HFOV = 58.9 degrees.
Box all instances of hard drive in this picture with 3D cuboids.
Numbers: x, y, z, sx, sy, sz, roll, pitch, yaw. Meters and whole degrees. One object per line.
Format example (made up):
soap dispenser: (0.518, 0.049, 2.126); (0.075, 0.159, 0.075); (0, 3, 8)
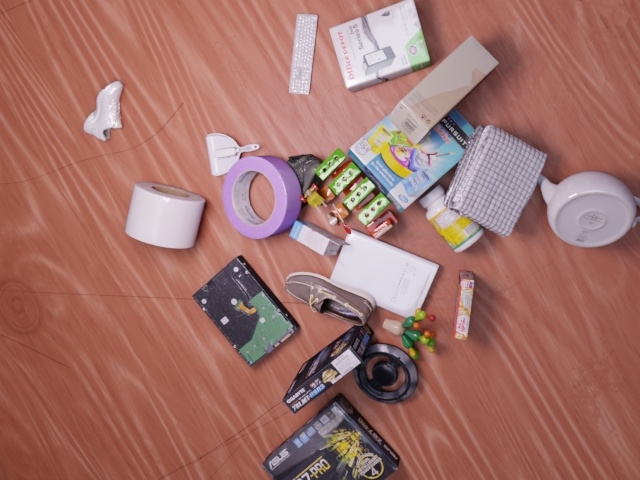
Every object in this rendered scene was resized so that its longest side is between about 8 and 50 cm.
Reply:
hard drive: (-0.267, 0.253, 2.038); (0.237, 0.064, 0.339); (-41, 87, 15)
hard drive: (0.211, 0.115, 1.921); (0.319, 0.040, 0.210); (23, 103, 9)

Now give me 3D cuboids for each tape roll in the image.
tape roll: (-0.199, -0.147, 1.906); (0.275, 0.090, 0.274); (6, 101, 33)
tape roll: (-0.535, -0.090, 1.956); (0.246, 0.246, 0.169); (17, 102, 10)

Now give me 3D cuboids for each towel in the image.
towel: (0.522, -0.178, 1.714); (0.235, 0.121, 0.283); (23, 92, -22)

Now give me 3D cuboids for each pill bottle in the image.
pill bottle: (0.412, -0.073, 1.809); (0.118, 0.117, 0.208); (-40, 88, 15)

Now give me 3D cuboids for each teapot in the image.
teapot: (0.804, -0.115, 1.688); (0.253, 0.187, 0.256); (-24, 119, 34)

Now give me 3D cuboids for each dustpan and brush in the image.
dustpan and brush: (-0.303, -0.309, 1.966); (0.211, 0.060, 0.147); (-8, 96, 14)

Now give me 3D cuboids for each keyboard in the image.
keyboard: (-0.058, -0.620, 1.890); (0.072, 0.014, 0.255); (9, 100, 11)

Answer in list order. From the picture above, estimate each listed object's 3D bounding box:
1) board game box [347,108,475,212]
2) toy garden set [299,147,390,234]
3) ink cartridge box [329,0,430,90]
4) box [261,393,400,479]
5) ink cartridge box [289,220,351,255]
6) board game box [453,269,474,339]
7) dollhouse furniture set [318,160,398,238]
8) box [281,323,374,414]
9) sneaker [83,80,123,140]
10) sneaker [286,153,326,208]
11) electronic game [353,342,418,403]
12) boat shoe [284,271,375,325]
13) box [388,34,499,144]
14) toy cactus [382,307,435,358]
board game box: (0.293, -0.292, 1.765); (0.336, 0.079, 0.253); (-42, 88, -6)
toy garden set: (0.071, -0.137, 1.806); (0.204, 0.049, 0.244); (-44, 77, 12)
ink cartridge box: (0.189, -0.606, 1.783); (0.273, 0.115, 0.198); (-16, 94, 14)
box: (0.035, 0.791, 2.031); (0.395, 0.097, 0.318); (-44, 84, 15)
ink cartridge box: (0.000, 0.000, 1.895); (0.181, 0.104, 0.061); (30, 103, 25)
board game box: (0.459, 0.204, 1.823); (0.045, 0.147, 0.193); (6, 99, 12)
dollhouse furniture set: (0.141, -0.137, 1.851); (0.262, 0.135, 0.259); (-38, 89, 15)
box: (0.031, 0.408, 1.873); (0.293, 0.295, 0.073); (-39, 90, 16)
sneaker: (-0.751, -0.460, 2.042); (0.115, 0.090, 0.232); (35, 113, -1)
sneaker: (-0.075, -0.201, 1.924); (0.130, 0.087, 0.227); (51, 127, 28)
electronic game: (0.223, 0.459, 1.957); (0.230, 0.048, 0.229); (6, 108, 19)
boat shoe: (0.020, 0.200, 1.927); (0.325, 0.096, 0.116); (18, 134, 13)
box: (0.361, -0.441, 1.674); (0.311, 0.148, 0.121); (-44, 89, -10)
toy cactus: (0.300, 0.297, 1.881); (0.181, 0.112, 0.218); (19, 142, 20)
